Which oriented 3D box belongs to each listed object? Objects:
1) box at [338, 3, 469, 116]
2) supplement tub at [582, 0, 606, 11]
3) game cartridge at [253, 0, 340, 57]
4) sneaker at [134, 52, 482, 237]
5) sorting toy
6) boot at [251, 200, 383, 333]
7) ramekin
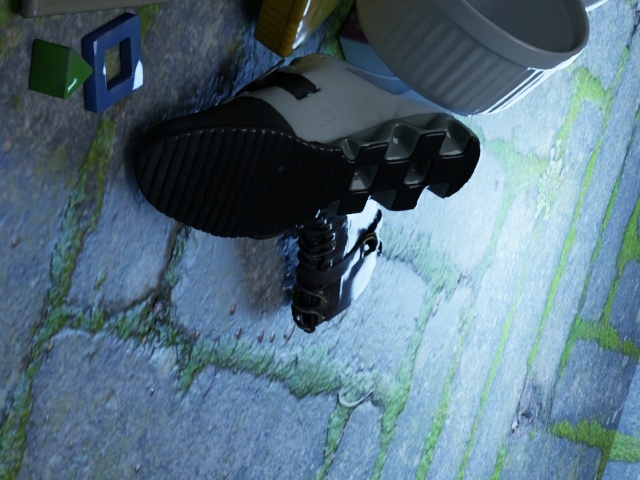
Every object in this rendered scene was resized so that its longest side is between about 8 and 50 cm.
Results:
[{"bbox_3d":[0.117,-0.227,1.685,0.170,0.130,0.091,-63,155,-23],"label":"box"},{"bbox_3d":[0.230,-0.384,1.754,0.191,0.191,0.272,-57,151,-32],"label":"supplement tub"},{"bbox_3d":[0.060,-0.330,1.431,0.285,0.052,0.324,-52,171,-30],"label":"game cartridge"},{"bbox_3d":[-0.030,-0.094,1.471,0.330,0.146,0.122,-4,137,-36],"label":"sneaker"},{"bbox_3d":[-0.140,-0.255,1.221,0.196,0.047,0.348,-24,126,-60],"label":"sorting toy"},{"bbox_3d":[0.000,0.000,1.642,0.263,0.091,0.229,-37,146,-42],"label":"boot"},{"bbox_3d":[0.128,-0.209,1.510,0.109,0.207,0.207,-46,173,35],"label":"ramekin"}]
